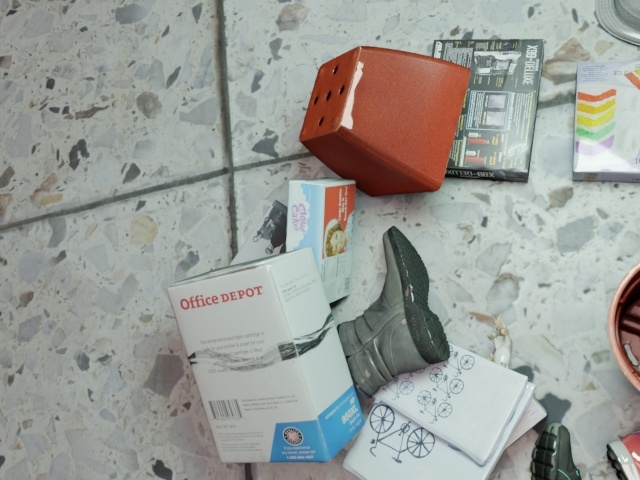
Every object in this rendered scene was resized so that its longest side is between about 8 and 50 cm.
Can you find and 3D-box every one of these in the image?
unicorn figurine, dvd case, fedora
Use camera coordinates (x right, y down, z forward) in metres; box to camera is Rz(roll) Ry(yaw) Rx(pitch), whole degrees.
[{"bbox_3d":[0.358,0.243,1.258,0.060,0.111,0.161,18,70,32],"label":"unicorn figurine"},{"bbox_3d":[-0.109,0.045,1.498,0.179,0.029,0.238,36,92,23],"label":"dvd case"},{"bbox_3d":[0.718,-0.529,1.282,0.276,0.124,0.243,26,87,23],"label":"fedora"}]

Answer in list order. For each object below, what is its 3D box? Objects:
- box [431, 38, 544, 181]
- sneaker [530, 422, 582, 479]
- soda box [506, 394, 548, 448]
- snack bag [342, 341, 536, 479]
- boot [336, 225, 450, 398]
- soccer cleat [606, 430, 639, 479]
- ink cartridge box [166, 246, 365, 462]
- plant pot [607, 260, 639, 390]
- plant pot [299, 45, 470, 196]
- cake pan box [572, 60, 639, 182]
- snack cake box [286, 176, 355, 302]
[{"bbox_3d":[0.352,-0.292,1.384,0.243,0.076,0.307,6,80,20],"label":"box"},{"bbox_3d":[0.458,0.482,1.179,0.106,0.101,0.267,7,79,-2],"label":"sneaker"},{"bbox_3d":[0.309,0.395,1.233,0.286,0.098,0.091,-42,67,6],"label":"soda box"},{"bbox_3d":[0.206,0.362,1.218,0.323,0.037,0.342,21,77,51],"label":"snack bag"},{"bbox_3d":[0.123,0.144,1.334,0.223,0.118,0.338,-30,48,26],"label":"boot"},{"bbox_3d":[0.633,0.491,1.097,0.117,0.108,0.318,-27,68,8],"label":"soccer cleat"},{"bbox_3d":[-0.112,0.235,1.282,0.286,0.166,0.394,-14,95,33],"label":"ink cartridge box"},{"bbox_3d":[0.632,0.165,1.081,0.273,0.265,0.272,-5,76,18],"label":"plant pot"},{"bbox_3d":[0.113,-0.259,1.313,0.267,0.236,0.267,2,76,62],"label":"plant pot"},{"bbox_3d":[0.656,-0.242,1.272,0.267,0.070,0.245,4,82,20],"label":"cake pan box"},{"bbox_3d":[0.000,0.000,1.354,0.089,0.152,0.264,9,102,30],"label":"snack cake box"}]
